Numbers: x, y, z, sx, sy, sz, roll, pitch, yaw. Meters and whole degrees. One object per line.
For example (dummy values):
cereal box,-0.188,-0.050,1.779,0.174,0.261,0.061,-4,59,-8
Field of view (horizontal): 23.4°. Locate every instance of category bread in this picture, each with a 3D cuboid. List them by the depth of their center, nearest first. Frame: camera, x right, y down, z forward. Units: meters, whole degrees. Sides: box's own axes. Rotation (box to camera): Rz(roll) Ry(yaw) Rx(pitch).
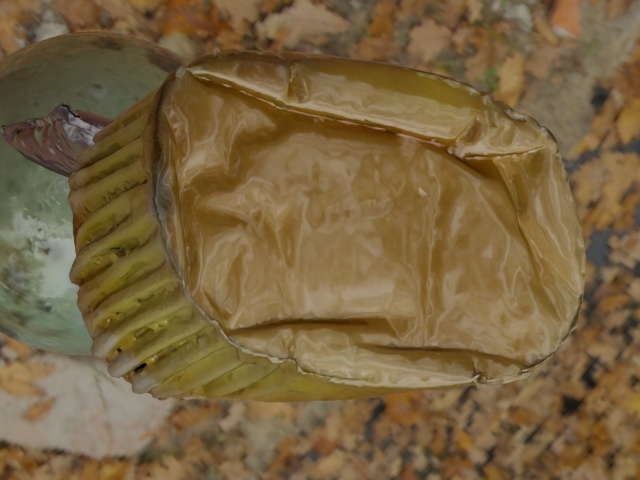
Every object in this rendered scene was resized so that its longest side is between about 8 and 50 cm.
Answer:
bread,0.000,0.000,0.899,0.288,0.156,0.204,-4,79,-31

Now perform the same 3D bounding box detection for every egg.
egg,-0.244,-0.046,1.649,0.345,0.428,0.344,1,105,5

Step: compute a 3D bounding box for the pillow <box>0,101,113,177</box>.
pillow,-0.189,-0.071,1.254,0.118,0.185,0.043,26,74,-22
